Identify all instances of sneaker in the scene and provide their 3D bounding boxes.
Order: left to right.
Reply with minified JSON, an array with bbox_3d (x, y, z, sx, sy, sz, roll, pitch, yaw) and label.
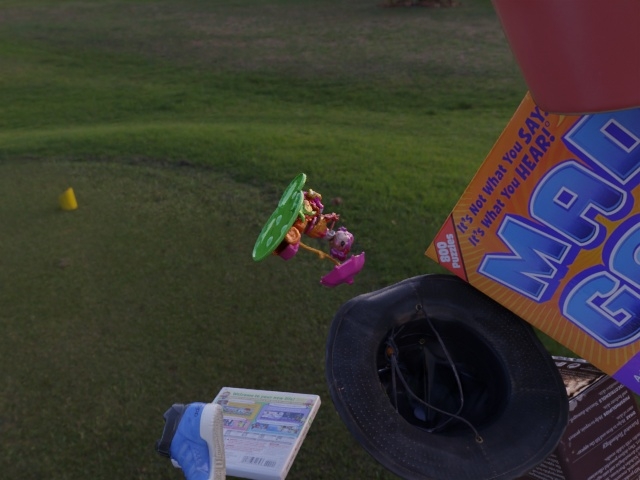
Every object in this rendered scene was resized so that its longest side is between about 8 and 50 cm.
[{"bbox_3d":[-0.175,0.289,0.740,0.084,0.152,0.058,2,9,11],"label":"sneaker"}]

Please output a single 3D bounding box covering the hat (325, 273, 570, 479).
[{"bbox_3d":[0.158,0.205,0.765,0.331,0.134,0.331,6,47,-7],"label":"hat"}]

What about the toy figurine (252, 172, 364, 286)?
[{"bbox_3d":[0.000,0.000,0.885,0.130,0.159,0.173,-36,27,46],"label":"toy figurine"}]

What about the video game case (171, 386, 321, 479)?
[{"bbox_3d":[-0.128,0.343,1.001,0.212,0.023,0.193,-2,25,22],"label":"video game case"}]

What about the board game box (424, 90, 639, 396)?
[{"bbox_3d":[0.439,-0.078,0.826,0.356,0.356,0.356,34,36,12],"label":"board game box"}]

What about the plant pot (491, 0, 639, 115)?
[{"bbox_3d":[0.268,-0.259,0.489,0.274,0.243,0.275,-18,21,7],"label":"plant pot"}]

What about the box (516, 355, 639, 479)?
[{"bbox_3d":[0.394,0.316,0.882,0.167,0.203,0.168,-24,3,-21],"label":"box"}]
